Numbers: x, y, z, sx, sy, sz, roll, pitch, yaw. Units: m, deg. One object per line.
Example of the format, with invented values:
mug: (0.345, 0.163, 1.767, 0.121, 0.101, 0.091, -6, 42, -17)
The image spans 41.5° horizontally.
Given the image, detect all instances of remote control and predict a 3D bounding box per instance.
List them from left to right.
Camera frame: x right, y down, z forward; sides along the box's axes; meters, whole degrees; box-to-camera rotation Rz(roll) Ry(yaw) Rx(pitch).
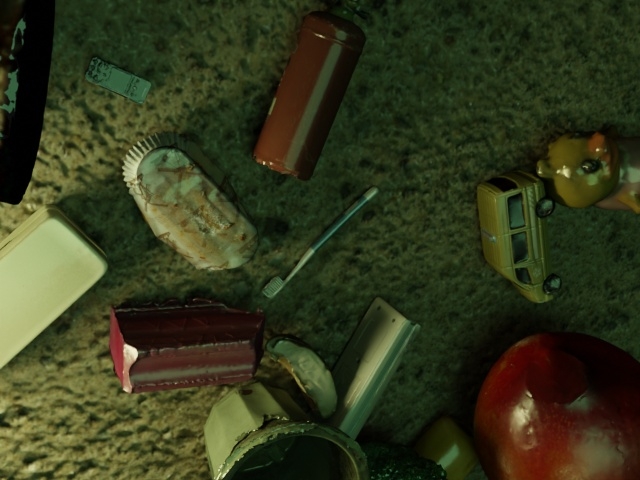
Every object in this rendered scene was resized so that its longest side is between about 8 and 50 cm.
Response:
remote control: (-0.302, -0.239, 1.263, 0.096, 0.014, 0.039, 23, 99, -27)
remote control: (0.077, 0.247, 1.550, 0.055, 0.103, 0.277, 26, 97, -35)

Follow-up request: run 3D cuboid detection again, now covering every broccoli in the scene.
broccoli: (0.111, 0.501, 1.557, 0.269, 0.270, 0.270, -12, 100, -19)

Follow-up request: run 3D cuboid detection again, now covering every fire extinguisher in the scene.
fire extinguisher: (-0.022, -0.273, 1.328, 0.147, 0.106, 0.337, 21, 99, -3)

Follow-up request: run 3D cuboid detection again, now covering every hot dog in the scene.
hot dog: (-0.204, -0.054, 1.339, 0.144, 0.075, 0.268, -37, 122, -2)

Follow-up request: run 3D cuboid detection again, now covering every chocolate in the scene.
chocolate: (-0.471, -0.225, 1.088, 0.210, 0.225, 0.340, 8, 105, -12)

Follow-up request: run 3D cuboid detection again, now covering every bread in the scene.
bread: (0.248, 0.446, 1.705, 0.134, 0.085, 0.173, 40, 90, -29)

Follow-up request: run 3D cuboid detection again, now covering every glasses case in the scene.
glasses case: (-0.477, 0.093, 1.278, 0.313, 0.070, 0.131, -43, 119, -4)

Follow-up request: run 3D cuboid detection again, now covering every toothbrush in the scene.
toothbrush: (0.000, 0.000, 1.476, 0.275, 0.019, 0.025, -45, 111, -2)

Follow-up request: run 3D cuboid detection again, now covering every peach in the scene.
peach: (0.475, 0.348, 1.613, 0.388, 0.388, 0.389, -8, 111, -20)

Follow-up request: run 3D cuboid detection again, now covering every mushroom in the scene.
mushroom: (-0.032, 0.223, 1.499, 0.072, 0.094, 0.210, -40, 120, -11)

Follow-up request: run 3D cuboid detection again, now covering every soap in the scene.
soap: (-0.206, 0.164, 1.366, 0.249, 0.162, 0.099, -2, 110, -21)

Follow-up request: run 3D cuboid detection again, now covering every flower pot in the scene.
flower pot: (-0.087, 0.379, 1.441, 0.290, 0.259, 0.291, -7, 112, -19)

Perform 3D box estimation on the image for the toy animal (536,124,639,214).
toy animal: (0.523, -0.131, 1.576, 0.281, 0.196, 0.169, 6, 146, -29)

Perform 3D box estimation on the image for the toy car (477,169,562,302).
toy car: (0.368, 0.003, 1.587, 0.124, 0.101, 0.257, -16, 113, -12)
